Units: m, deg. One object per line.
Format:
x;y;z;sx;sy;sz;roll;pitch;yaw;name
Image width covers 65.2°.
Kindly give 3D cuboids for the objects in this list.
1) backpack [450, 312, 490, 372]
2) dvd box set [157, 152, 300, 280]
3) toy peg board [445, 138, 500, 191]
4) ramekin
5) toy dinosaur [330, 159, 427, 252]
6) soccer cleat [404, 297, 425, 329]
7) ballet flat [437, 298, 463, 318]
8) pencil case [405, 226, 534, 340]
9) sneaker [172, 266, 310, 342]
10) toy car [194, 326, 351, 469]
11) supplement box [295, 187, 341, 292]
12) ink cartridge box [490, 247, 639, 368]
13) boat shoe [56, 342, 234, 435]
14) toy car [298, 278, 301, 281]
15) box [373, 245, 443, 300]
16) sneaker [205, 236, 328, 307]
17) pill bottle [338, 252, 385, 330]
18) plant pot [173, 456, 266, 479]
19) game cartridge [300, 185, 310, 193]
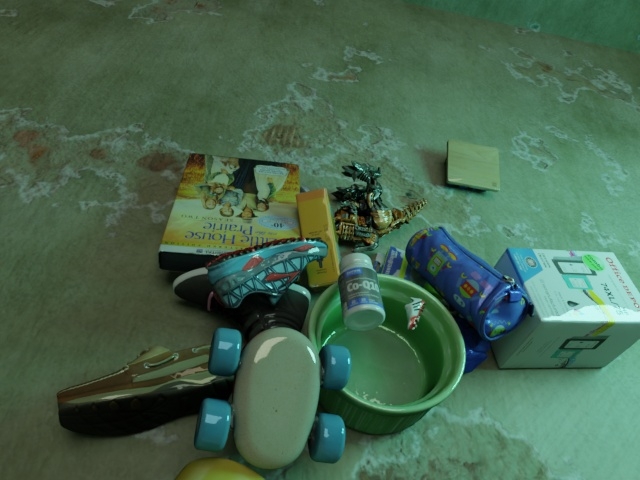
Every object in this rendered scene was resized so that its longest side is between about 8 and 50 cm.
0.297;0.211;1.080;0.098;0.101;0.120;24;26;-45;backpack
-0.203;-0.074;1.229;0.308;0.062;0.420;6;38;-7;dvd box set
0.461;-0.215;1.553;0.162;0.079;0.160;10;62;-3;toy peg board
0.115;0.227;0.994;0.304;0.148;0.303;6;46;-7;ramekin
0.122;-0.071;1.312;0.322;0.164;0.218;0;60;-37;toy dinosaur
0.176;0.141;0.967;0.036;0.029;0.083;19;42;18;soccer cleat
0.301;0.169;1.157;0.169;0.052;0.057;15;46;2;ballet flat
0.307;0.079;1.077;0.120;0.133;0.306;10;24;-31;pencil case
-0.166;0.147;1.035;0.296;0.104;0.146;11;41;-9;sneaker
-0.095;0.263;0.848;0.220;0.238;0.210;12;69;-15;toy car
0.000;0.000;1.169;0.078;0.080;0.233;-11;69;6;supplement box
0.532;0.154;1.122;0.270;0.197;0.198;2;47;-11;ink cartridge box
-0.294;0.258;0.907;0.324;0.122;0.119;-3;42;-26;boat shoe
-0.111;0.100;1.155;0.122;0.060;0.041;12;-1;-24;toy car
0.219;0.081;1.229;0.178;0.042;0.109;19;46;4;box
-0.099;0.066;1.012;0.262;0.125;0.104;-14;8;-27;sneaker
0.074;0.095;0.950;0.078;0.078;0.137;3;47;-10;pill bottle
-0.169;0.446;0.676;0.254;0.253;0.239;17;30;4;plant pot
-0.034;-0.105;1.338;0.017;0.056;0.083;-14;52;-24;game cartridge
